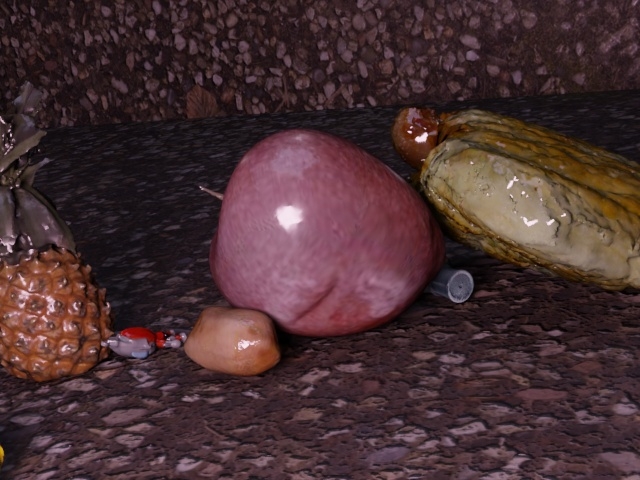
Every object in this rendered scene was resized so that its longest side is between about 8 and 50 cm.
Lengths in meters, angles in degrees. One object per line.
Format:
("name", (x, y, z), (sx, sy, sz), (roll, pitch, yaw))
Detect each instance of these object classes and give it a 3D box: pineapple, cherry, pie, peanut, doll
("pineapple", (-0.350, -0.014, 1.348), (0.166, 0.364, 0.165), (-10, 20, 4))
("cherry", (0.000, 0.000, 1.347), (0.307, 0.261, 0.221), (16, 52, -6))
("pie", (0.290, -0.037, 1.413), (0.395, 0.180, 0.418), (13, 12, -18))
("peanut", (-0.103, 0.113, 1.295), (0.076, 0.076, 0.152), (-21, 16, -40))
("doll", (-0.218, 0.123, 1.389), (0.114, 0.039, 0.057), (-4, 41, -43))

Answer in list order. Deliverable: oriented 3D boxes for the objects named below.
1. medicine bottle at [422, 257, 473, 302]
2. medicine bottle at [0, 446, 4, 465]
("medicine bottle", (0.118, 0.039, 1.495), (0.090, 0.053, 0.208), (-15, 18, -29))
("medicine bottle", (-0.426, 0.238, 0.989), (0.111, 0.076, 0.309), (37, 46, 27))
